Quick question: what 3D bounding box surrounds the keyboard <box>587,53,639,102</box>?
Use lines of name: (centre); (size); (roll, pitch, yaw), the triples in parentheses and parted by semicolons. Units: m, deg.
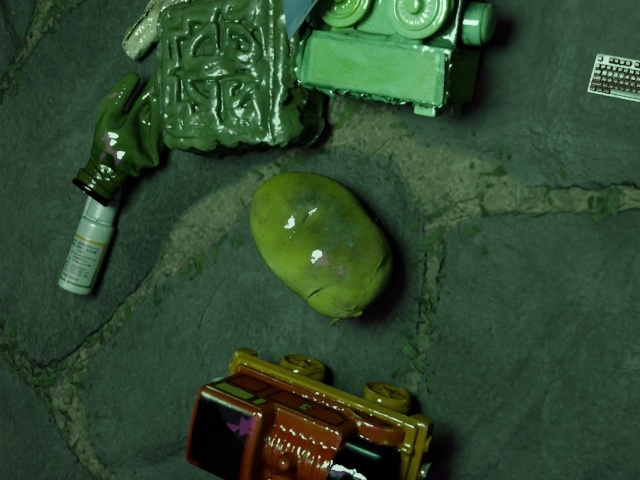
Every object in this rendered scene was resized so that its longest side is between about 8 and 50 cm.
keyboard: (0.426, -0.198, 1.022); (0.166, 0.017, 0.055); (17, 98, 25)

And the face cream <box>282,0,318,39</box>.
face cream: (-0.032, -0.463, 1.135); (0.135, 0.086, 0.385); (-44, 45, 44)

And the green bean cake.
green bean cake: (-0.118, -0.252, 1.236); (0.255, 0.132, 0.241); (0, 87, 27)

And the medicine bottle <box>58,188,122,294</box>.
medicine bottle: (-0.400, -0.021, 1.418); (0.092, 0.061, 0.221); (26, 97, 45)

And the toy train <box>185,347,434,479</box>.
toy train: (-0.029, 0.272, 1.139); (0.369, 0.231, 0.163); (17, 101, 26)

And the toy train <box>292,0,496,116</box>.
toy train: (0.100, -0.279, 1.113); (0.271, 0.159, 0.188); (14, 107, 26)

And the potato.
potato: (0.000, 0.000, 1.173); (0.169, 0.143, 0.248); (-38, 64, -18)

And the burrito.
burrito: (-0.263, -0.378, 1.350); (0.188, 0.045, 0.058); (-41, 99, 19)

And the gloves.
gloves: (-0.310, -0.180, 1.339); (0.135, 0.107, 0.268); (35, 98, 4)
